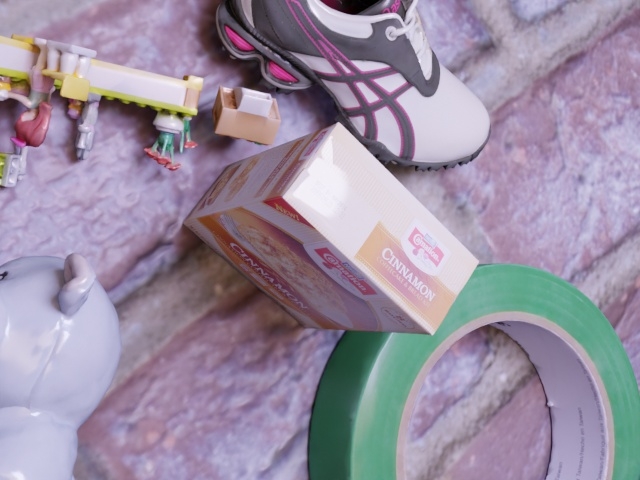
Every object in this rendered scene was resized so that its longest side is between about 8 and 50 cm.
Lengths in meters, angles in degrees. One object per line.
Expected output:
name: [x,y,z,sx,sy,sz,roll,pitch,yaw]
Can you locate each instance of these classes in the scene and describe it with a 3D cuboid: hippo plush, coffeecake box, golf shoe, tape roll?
hippo plush: [-0.187,0.120,0.491,0.294,0.234,0.237,12,81,-26]
coffeecake box: [0.000,0.000,0.627,0.142,0.185,0.068,43,68,-19]
golf shoe: [0.051,-0.145,0.695,0.272,0.120,0.105,24,56,-26]
tape roll: [0.147,0.181,0.755,0.321,0.077,0.321,2,85,-27]

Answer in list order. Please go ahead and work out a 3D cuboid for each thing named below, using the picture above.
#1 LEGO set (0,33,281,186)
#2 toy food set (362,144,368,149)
LEGO set: [-0.164,-0.078,0.596,0.287,0.132,0.107,4,102,-51]
toy food set: [0.020,-0.045,0.735,0.083,0.020,0.083,-32,101,-27]
